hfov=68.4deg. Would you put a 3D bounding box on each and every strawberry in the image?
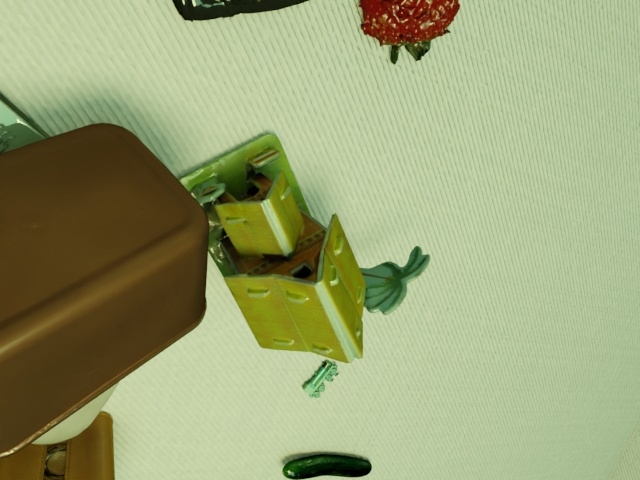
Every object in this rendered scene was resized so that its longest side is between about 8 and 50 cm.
[{"bbox_3d":[0.151,-0.436,0.772,0.188,0.106,0.286,-29,119,-14],"label":"strawberry"}]

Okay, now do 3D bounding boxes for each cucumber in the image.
[{"bbox_3d":[0.026,0.553,1.150,0.284,0.056,0.056,17,103,-35],"label":"cucumber"}]

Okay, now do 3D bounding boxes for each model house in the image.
[{"bbox_3d":[0.000,0.000,0.751,0.340,0.323,0.301,-30,121,-12],"label":"model house"}]

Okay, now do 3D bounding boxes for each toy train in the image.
[{"bbox_3d":[0.001,0.309,1.053,0.045,0.029,0.092,39,87,-16],"label":"toy train"}]

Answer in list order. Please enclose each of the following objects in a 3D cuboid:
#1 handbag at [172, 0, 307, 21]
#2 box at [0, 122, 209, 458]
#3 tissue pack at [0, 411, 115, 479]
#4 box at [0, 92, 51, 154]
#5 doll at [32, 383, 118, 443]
[{"bbox_3d":[-0.121,-0.463,0.649,0.244,0.088,0.275,-17,118,-14],"label":"handbag"},{"bbox_3d":[-0.321,0.044,0.570,0.339,0.239,0.229,-35,162,-35],"label":"box"},{"bbox_3d":[-0.431,0.415,0.746,0.194,0.274,0.146,13,104,-30],"label":"tissue pack"},{"bbox_3d":[-0.480,-0.052,0.666,0.270,0.045,0.211,-45,122,-2],"label":"box"},{"bbox_3d":[-0.405,0.166,0.711,0.221,0.221,0.251,37,66,-32],"label":"doll"}]
